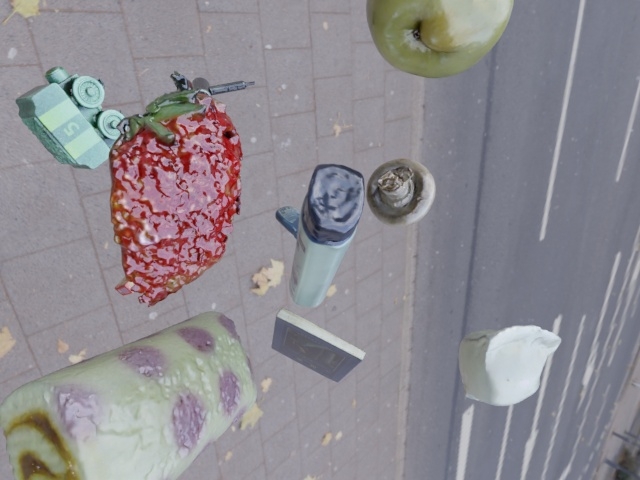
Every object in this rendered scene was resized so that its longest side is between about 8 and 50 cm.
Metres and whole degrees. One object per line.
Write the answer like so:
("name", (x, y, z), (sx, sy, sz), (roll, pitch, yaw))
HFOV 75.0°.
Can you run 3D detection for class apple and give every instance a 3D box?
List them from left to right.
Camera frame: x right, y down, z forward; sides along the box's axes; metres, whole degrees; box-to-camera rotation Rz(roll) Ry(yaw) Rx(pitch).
("apple", (0.153, -0.313, 0.547), (0.200, 0.200, 0.199), (-18, 117, -39))

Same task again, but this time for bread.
("bread", (-0.221, 0.219, 0.566), (0.338, 0.155, 0.187), (-7, 79, -72))

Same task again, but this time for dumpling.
("dumpling", (0.347, 0.215, 0.759), (0.180, 0.131, 0.252), (-13, 132, 2))

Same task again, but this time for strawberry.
("strawberry", (-0.114, -0.042, 0.359), (0.140, 0.085, 0.192), (93, 6, -70))

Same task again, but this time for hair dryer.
("hair dryer", (-0.368, -0.572, 1.586), (0.249, 0.195, 0.077), (-15, 130, -6))

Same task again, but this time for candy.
("candy", (-0.567, 0.112, 1.281), (0.038, 0.062, 0.122), (55, 39, -26))

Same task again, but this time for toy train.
("toy train", (-0.757, -0.371, 1.295), (0.238, 0.167, 0.299), (-56, 136, -30))

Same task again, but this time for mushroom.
("mushroom", (0.255, -0.156, 1.343), (0.226, 0.227, 0.178), (-69, 160, 0))

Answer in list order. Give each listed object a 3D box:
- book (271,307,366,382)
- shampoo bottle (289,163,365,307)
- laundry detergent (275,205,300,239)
("book", (-0.018, 0.242, 0.923), (0.025, 0.191, 0.269), (-60, 174, -28))
("shampoo bottle", (0.000, 0.000, 0.660), (0.359, 0.078, 0.134), (106, -6, -66))
("laundry detergent", (-0.088, -0.057, 1.555), (0.097, 0.206, 0.061), (-4, 123, -33))
